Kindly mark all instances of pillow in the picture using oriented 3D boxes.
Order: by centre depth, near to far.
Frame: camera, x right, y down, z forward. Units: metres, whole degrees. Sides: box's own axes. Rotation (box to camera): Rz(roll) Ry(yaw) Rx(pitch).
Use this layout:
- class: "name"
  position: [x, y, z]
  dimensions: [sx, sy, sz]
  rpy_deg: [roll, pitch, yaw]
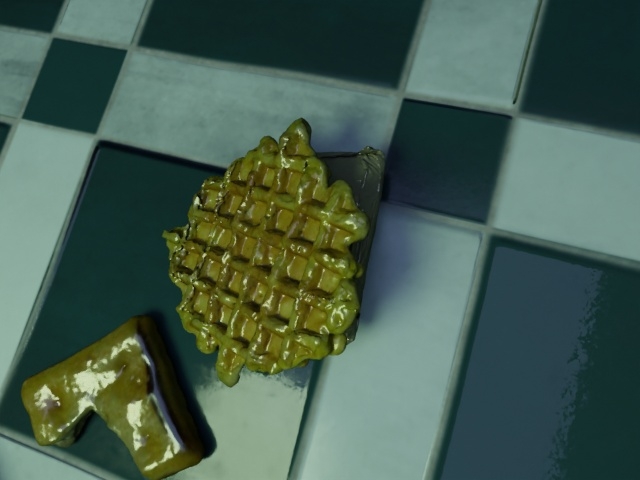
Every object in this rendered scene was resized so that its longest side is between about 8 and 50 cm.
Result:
- class: "pillow"
  position: [0.000, 0.000, 0.520]
  dimensions: [0.119, 0.053, 0.208]
  rpy_deg: [9, 80, 23]

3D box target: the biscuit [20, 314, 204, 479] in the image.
- class: "biscuit"
  position: [-0.235, 0.192, 0.541]
  dimensions: [0.183, 0.039, 0.174]
  rpy_deg: [-26, 77, 6]

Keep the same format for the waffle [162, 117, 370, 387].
- class: "waffle"
  position: [-0.059, 0.014, 0.482]
  dimensions: [0.243, 0.058, 0.238]
  rpy_deg: [-32, 59, 28]
